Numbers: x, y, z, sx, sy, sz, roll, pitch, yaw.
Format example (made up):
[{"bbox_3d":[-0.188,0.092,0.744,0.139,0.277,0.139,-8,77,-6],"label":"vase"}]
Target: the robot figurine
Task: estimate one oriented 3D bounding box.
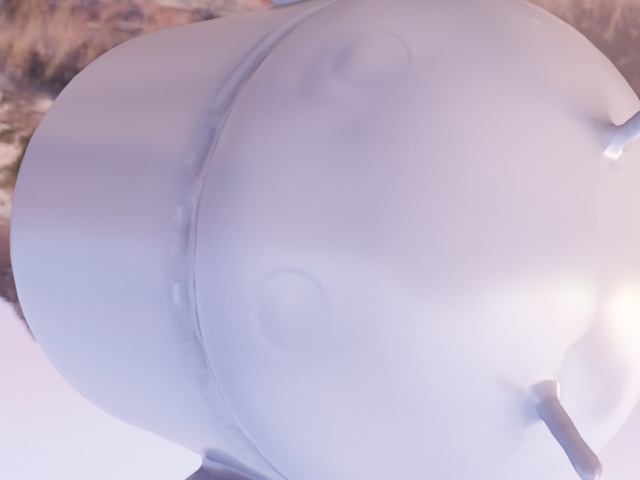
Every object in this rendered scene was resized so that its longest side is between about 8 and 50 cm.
[{"bbox_3d":[0.000,0.000,0.506,0.200,0.300,0.353,5,-179,-34],"label":"robot figurine"}]
